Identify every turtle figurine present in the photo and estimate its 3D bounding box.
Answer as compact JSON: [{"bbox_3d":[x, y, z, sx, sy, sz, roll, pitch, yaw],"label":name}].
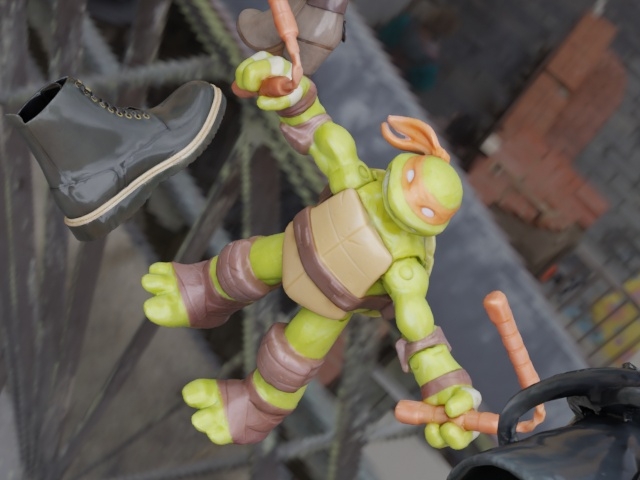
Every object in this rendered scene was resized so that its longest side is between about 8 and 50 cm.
[{"bbox_3d":[0.000,0.000,0.996,0.087,0.217,0.269,-25,81,-49],"label":"turtle figurine"}]

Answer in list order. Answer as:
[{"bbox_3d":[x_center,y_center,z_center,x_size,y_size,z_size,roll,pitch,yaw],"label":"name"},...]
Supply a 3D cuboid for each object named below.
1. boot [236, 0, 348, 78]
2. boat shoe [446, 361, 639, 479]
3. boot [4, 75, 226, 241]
[{"bbox_3d":[-0.015,-0.163,1.377,0.042,0.087,0.118,8,29,-34],"label":"boot"},{"bbox_3d":[0.073,0.084,0.410,0.113,0.127,0.340,25,79,-19],"label":"boat shoe"},{"bbox_3d":[-0.176,-0.113,1.734,0.198,0.077,0.137,-51,124,-33],"label":"boot"}]
